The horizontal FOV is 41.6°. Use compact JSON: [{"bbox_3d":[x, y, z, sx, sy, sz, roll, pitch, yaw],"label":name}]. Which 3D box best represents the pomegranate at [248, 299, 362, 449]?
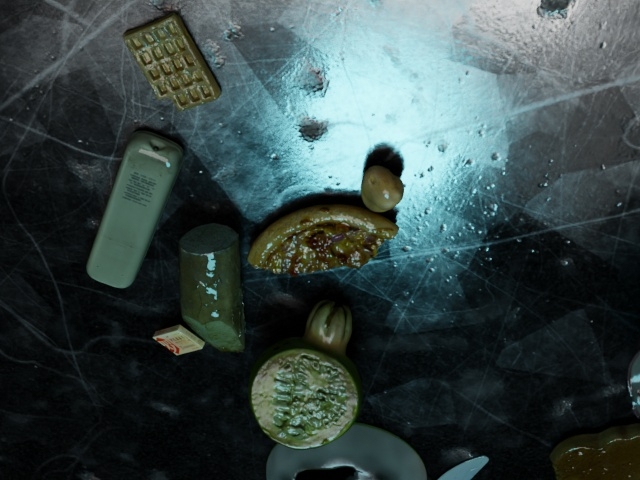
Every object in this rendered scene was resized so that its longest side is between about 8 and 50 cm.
[{"bbox_3d":[-0.027,0.222,1.428,0.190,0.159,0.240,-9,98,4],"label":"pomegranate"}]

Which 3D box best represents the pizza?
[{"bbox_3d":[0.000,0.003,1.308,0.246,0.058,0.127,-1,127,10],"label":"pizza"}]

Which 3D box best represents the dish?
[{"bbox_3d":[0.047,0.506,1.641,0.324,0.124,0.324,3,127,4],"label":"dish"}]

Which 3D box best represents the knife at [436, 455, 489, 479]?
[{"bbox_3d":[0.247,0.504,1.681,0.063,0.034,0.260,25,120,-5],"label":"knife"}]

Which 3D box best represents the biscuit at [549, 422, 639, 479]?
[{"bbox_3d":[0.512,0.444,1.590,0.183,0.047,0.319,15,127,-2],"label":"biscuit"}]

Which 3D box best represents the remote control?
[{"bbox_3d":[-0.297,-0.038,1.324,0.090,0.038,0.309,21,127,-10],"label":"remote control"}]

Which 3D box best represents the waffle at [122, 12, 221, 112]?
[{"bbox_3d":[-0.206,-0.242,1.171,0.092,0.021,0.135,-17,122,16],"label":"waffle"}]

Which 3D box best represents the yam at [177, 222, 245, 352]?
[{"bbox_3d":[-0.177,0.094,1.375,0.106,0.106,0.259,4,126,4],"label":"yam"}]

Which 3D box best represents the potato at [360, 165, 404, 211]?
[{"bbox_3d":[0.089,-0.073,1.240,0.062,0.068,0.083,-14,153,-32],"label":"potato"}]

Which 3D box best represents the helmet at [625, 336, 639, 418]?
[{"bbox_3d":[0.616,0.188,1.290,0.271,0.197,0.338,-25,115,32],"label":"helmet"}]

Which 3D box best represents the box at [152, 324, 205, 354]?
[{"bbox_3d":[-0.249,0.175,1.472,0.058,0.015,0.093,42,145,-22],"label":"box"}]
